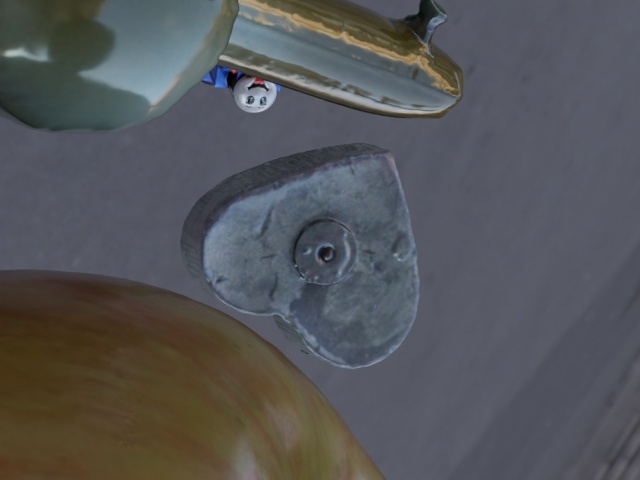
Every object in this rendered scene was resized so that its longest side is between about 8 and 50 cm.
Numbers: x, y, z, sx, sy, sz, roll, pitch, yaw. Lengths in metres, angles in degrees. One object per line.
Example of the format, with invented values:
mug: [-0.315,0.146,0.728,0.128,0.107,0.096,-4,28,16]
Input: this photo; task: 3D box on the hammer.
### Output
hammer: [-0.043,-0.096,0.607,0.305,0.202,0.113,12,109,-42]

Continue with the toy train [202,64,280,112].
toy train: [-0.085,-0.216,1.619,0.083,0.204,0.131,3,121,-18]

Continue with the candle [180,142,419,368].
candle: [0.000,0.000,1.121,0.168,0.192,0.068,-60,-158,0]

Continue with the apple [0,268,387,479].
apple: [-0.129,0.204,0.557,0.346,0.391,0.391,-25,168,15]
